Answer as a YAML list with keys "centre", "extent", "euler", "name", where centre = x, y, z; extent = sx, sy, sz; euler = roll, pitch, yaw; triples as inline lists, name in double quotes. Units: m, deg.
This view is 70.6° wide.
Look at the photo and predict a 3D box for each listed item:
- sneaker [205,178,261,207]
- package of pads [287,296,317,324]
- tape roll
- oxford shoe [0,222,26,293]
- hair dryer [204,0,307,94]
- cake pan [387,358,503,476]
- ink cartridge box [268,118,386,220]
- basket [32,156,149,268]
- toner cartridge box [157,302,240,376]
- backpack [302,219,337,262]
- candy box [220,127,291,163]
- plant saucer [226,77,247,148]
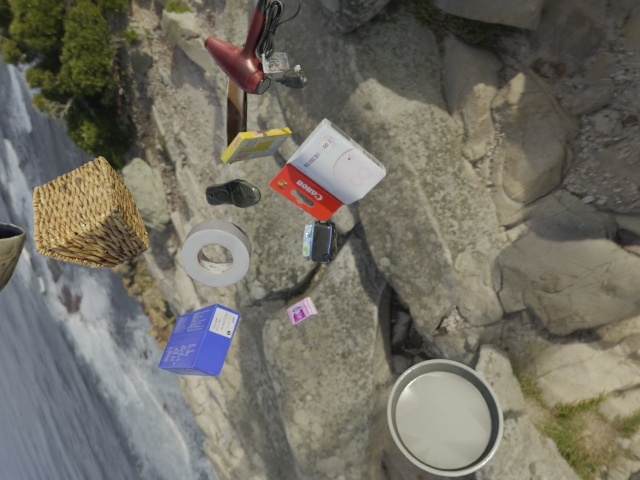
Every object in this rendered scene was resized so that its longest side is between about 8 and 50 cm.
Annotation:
- centre: [-0.240, -0.149, 1.393]
  extent: [0.227, 0.130, 0.087]
  euler: [1, 105, 43]
  name: "sneaker"
- centre: [-0.050, 0.194, 1.240]
  extent: [0.083, 0.032, 0.050]
  euler: [-36, 70, 35]
  name: "package of pads"
- centre: [-0.335, 0.044, 1.466]
  extent: [0.072, 0.219, 0.219]
  euler: [-96, 16, -60]
  name: "tape roll"
- centre: [-0.410, -0.030, 0.329]
  extent: [0.123, 0.348, 0.130]
  euler: [35, 90, 38]
  name: "oxford shoe"
- centre: [-0.154, -0.462, 1.070]
  extent: [0.293, 0.080, 0.223]
  euler: [5, 111, 29]
  name: "hair dryer"
- centre: [0.326, 0.465, 1.198]
  extent: [0.293, 0.293, 0.054]
  euler: [37, 160, 31]
  name: "cake pan"
- centre: [0.011, -0.148, 1.093]
  extent: [0.189, 0.066, 0.232]
  euler: [34, 118, -21]
  name: "ink cartridge box"
- centre: [-0.645, -0.050, 1.284]
  extent: [0.299, 0.223, 0.213]
  euler: [54, 170, 39]
  name: "basket"
- centre: [-0.340, 0.279, 1.236]
  extent: [0.348, 0.075, 0.165]
  euler: [-23, 44, 55]
  name: "toner cartridge box"
- centre: [0.000, 0.000, 1.125]
  extent: [0.084, 0.114, 0.105]
  euler: [4, 92, 11]
  name: "backpack"
- centre: [-0.176, -0.268, 1.268]
  extent: [0.105, 0.206, 0.027]
  euler: [-38, 82, 37]
  name: "candy box"
- centre: [-0.261, -0.397, 1.431]
  extent: [0.310, 0.050, 0.310]
  euler: [-179, 90, -83]
  name: "plant saucer"
